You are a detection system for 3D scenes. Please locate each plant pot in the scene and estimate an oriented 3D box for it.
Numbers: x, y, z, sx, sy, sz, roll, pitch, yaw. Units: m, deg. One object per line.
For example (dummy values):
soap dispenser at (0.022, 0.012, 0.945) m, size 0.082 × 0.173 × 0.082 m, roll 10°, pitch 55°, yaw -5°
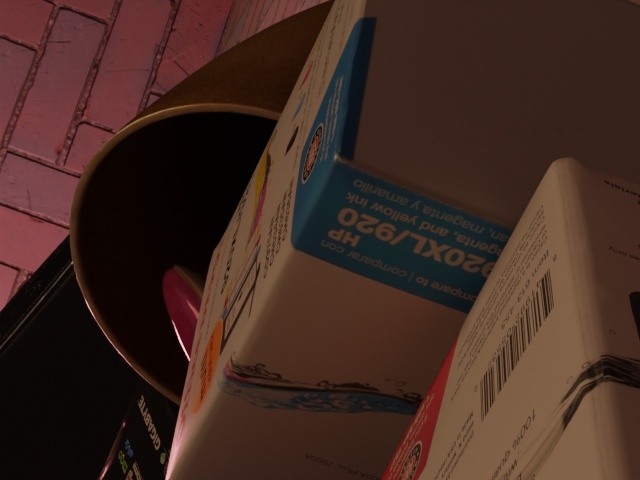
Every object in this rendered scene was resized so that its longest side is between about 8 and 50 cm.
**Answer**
plant pot at (0.012, -0.044, 1.079) m, size 0.237 × 0.237 × 0.254 m, roll -61°, pitch -2°, yaw 42°

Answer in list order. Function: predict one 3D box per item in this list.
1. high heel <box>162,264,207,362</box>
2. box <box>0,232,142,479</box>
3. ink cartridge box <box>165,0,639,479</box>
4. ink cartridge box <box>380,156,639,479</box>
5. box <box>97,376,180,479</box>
high heel at (-0.034, 0.125, 0.938) m, size 0.117 × 0.244 × 0.082 m, roll -48°, pitch -23°, yaw 13°
box at (-0.258, 0.153, 1.889) m, size 0.293 × 0.212 × 0.395 m, roll -49°, pitch 9°, yaw -2°
ink cartridge box at (0.051, 0.014, 0.793) m, size 0.171 × 0.168 × 0.232 m, roll -80°, pitch 13°, yaw -45°
ink cartridge box at (0.090, 0.109, 0.579) m, size 0.237 × 0.100 × 0.172 m, roll -84°, pitch 17°, yaw -60°
box at (-0.092, 0.273, 1.099) m, size 0.293 × 0.073 × 0.295 m, roll -67°, pitch 30°, yaw 23°
